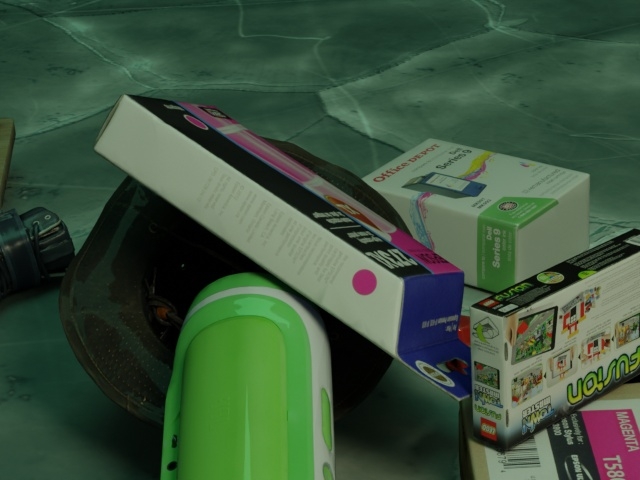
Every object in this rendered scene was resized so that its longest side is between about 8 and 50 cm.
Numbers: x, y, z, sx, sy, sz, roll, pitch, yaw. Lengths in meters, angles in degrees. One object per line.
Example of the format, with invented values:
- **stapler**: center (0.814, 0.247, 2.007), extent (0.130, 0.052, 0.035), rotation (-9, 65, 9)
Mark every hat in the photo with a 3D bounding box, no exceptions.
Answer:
- **hat**: center (-0.071, 0.068, 1.417), extent (0.331, 0.134, 0.331), rotation (3, 54, -4)

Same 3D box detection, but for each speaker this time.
- **speaker**: center (-0.052, 0.165, 1.170), extent (0.131, 0.131, 0.297), rotation (-2, 44, 1)

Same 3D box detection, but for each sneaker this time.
- **sneaker**: center (-0.327, 0.035, 1.600), extent (0.163, 0.086, 0.226), rotation (-13, 26, -14)

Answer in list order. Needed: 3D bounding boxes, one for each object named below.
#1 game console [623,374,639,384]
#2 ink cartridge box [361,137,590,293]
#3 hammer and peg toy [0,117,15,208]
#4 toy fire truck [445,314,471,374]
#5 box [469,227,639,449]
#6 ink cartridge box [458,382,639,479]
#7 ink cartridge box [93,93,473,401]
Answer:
- **game console**: center (0.432, 0.117, 1.302), extent (0.213, 0.044, 0.361), rotation (-23, 17, -29)
- **ink cartridge box**: center (0.162, -0.028, 1.680), extent (0.212, 0.093, 0.154), rotation (15, 31, 36)
- **hammer and peg toy**: center (-0.546, -0.083, 1.823), extent (0.361, 0.127, 0.266), rotation (-4, 25, -4)
- **toy fire truck**: center (0.214, 0.088, 1.423), extent (0.135, 0.047, 0.192), rotation (-18, 13, -30)
- **box**: center (0.201, 0.074, 1.233), extent (0.207, 0.114, 0.036), rotation (-21, 28, -39)
- **ink cartridge box**: center (0.210, 0.202, 1.193), extent (0.193, 0.088, 0.235), rotation (-3, 24, 1)
- **ink cartridge box**: center (0.000, 0.000, 1.293), extent (0.371, 0.069, 0.175), rotation (36, 13, 17)
